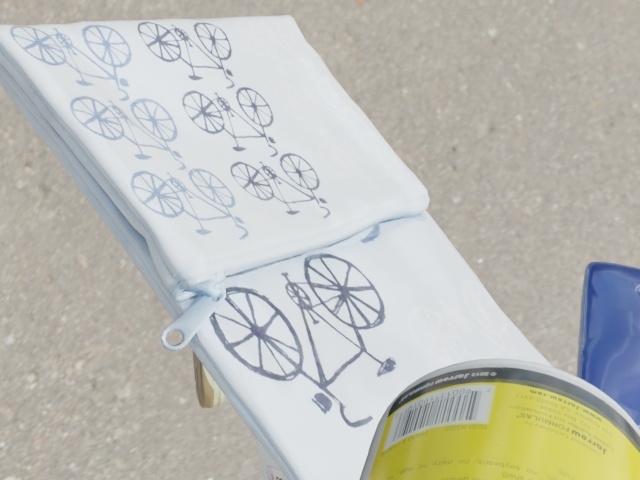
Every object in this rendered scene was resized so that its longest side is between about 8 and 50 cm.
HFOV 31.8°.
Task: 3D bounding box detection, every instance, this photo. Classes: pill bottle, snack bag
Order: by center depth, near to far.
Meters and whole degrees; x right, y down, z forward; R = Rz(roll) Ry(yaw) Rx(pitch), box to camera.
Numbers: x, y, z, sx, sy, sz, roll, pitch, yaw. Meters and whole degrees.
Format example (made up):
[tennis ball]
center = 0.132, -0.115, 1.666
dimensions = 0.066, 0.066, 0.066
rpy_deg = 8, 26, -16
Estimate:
[pill bottle]
center = 0.047, 0.128, 0.338
dimensions = 0.103, 0.103, 0.184
rpy_deg = 40, 36, -10
[snack bag]
center = 0.000, 0.000, 0.676
dimensions = 0.342, 0.037, 0.323
rpy_deg = 54, 28, 10

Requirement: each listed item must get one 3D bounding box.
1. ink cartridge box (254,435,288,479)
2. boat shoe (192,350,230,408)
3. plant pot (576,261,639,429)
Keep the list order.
[ink cartridge box]
center = 0.009, 0.199, 1.165
dimensions = 0.066, 0.232, 0.189
rpy_deg = -19, 103, -31
[boat shoe]
center = -0.133, 0.084, 1.565
dimensions = 0.098, 0.109, 0.302
rpy_deg = -3, 63, -11
[plant pot]
center = 0.330, 0.179, 1.005
dimensions = 0.212, 0.236, 0.236
rpy_deg = 4, 38, 14
